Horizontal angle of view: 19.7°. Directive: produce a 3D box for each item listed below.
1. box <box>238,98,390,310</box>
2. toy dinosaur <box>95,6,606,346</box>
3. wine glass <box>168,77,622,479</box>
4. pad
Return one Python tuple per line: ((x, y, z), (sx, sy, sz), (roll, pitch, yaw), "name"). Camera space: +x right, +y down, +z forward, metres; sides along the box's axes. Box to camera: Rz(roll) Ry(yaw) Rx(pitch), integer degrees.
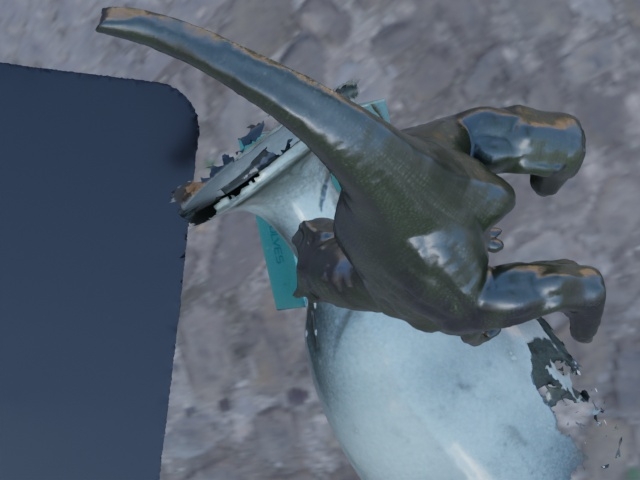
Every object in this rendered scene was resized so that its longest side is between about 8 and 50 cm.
((0.013, -0.039, 1.738), (0.229, 0.041, 0.162), (-22, 101, -58), "box")
((0.000, 0.000, 0.630), (0.178, 0.187, 0.087), (0, 68, -18), "toy dinosaur")
((0.056, 0.062, 1.371), (0.190, 0.190, 0.357), (-42, 98, -22), "wine glass")
((-0.272, 0.036, 1.541), (0.314, 0.063, 0.376), (7, 98, -8), "pad")
